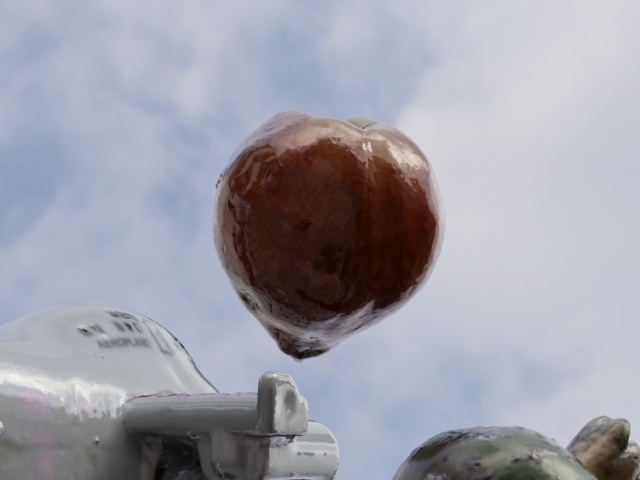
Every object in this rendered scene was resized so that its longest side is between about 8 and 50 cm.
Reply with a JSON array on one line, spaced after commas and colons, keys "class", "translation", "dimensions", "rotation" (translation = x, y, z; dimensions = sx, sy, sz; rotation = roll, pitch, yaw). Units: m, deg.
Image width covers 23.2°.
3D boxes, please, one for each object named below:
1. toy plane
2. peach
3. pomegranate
[{"class": "toy plane", "translation": [-0.118, 0.075, 0.631], "dimensions": [0.252, 0.252, 0.118], "rotation": [7, -103, -22]}, {"class": "peach", "translation": [0.000, 0.000, 1.553], "dimensions": [0.232, 0.232, 0.257], "rotation": [8, -85, -22]}, {"class": "pomegranate", "translation": [0.165, 0.224, 1.238], "dimensions": [0.248, 0.202, 0.202], "rotation": [-37, -52, -29]}]
